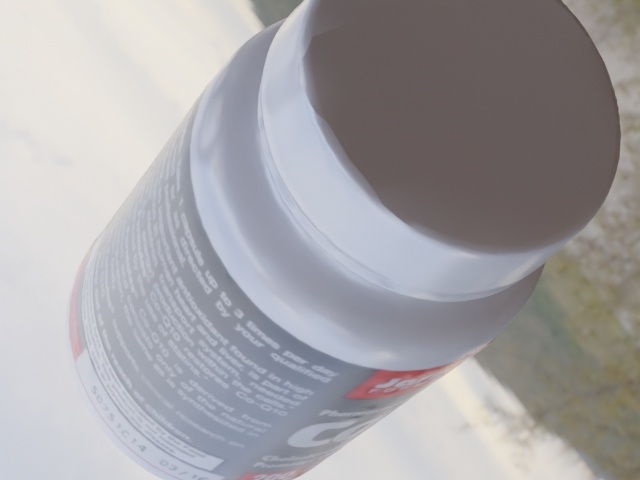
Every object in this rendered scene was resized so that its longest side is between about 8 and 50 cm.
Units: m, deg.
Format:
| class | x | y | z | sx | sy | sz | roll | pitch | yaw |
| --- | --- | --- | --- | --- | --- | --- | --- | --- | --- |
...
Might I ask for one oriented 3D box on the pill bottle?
| class | x | y | z | sx | sy | sz | roll | pitch | yaw |
| --- | --- | --- | --- | --- | --- | --- | --- | --- | --- |
| pill bottle | 0.000 | 0.000 | 0.733 | 0.161 | 0.161 | 0.283 | 53 | 147 | 5 |
